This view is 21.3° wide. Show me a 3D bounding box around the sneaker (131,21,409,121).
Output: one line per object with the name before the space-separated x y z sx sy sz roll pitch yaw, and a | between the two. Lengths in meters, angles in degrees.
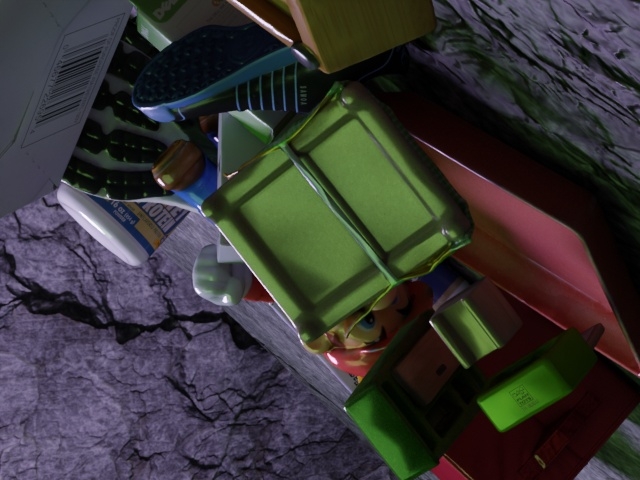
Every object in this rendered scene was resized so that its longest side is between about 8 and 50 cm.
sneaker | -0.040 -0.130 1.354 0.232 0.081 0.090 -16 137 31

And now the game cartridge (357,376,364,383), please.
game cartridge | 0.148 0.196 2.065 0.324 0.052 0.285 48 -166 -25

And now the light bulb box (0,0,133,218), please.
light bulb box | -0.382 -0.242 1.534 0.361 0.225 0.358 40 126 13

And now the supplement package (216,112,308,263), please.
supplement package | -0.039 -0.074 1.516 0.105 0.179 0.105 1 170 -5

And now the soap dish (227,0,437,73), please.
soap dish | -0.064 -0.249 1.099 0.291 0.118 0.229 38 170 22

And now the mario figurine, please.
mario figurine | 0.000 0.000 1.608 0.320 0.198 0.170 45 -159 -10

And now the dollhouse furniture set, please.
dollhouse furniture set | 0.074 0.015 1.402 0.301 0.197 0.151 52 -147 -3

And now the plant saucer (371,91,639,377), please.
plant saucer | 0.165 -0.015 1.441 0.258 0.048 0.259 34 168 36

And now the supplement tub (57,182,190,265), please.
supplement tub | -0.218 -0.083 2.145 0.144 0.200 0.144 40 170 8

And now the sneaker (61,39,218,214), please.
sneaker | -0.146 -0.106 1.758 0.410 0.158 0.182 24 -172 -8

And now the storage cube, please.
storage cube | 0.186 0.171 1.763 0.193 0.183 0.215 42 171 5

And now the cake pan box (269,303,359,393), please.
cake pan box | -0.018 0.055 2.172 0.246 0.070 0.267 52 -175 -42

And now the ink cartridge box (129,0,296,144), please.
ink cartridge box | -0.085 -0.193 1.444 0.209 0.109 0.062 41 169 1

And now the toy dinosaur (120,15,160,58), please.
toy dinosaur | -0.217 -0.193 1.974 0.322 0.164 0.218 5 162 43

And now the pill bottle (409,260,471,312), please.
pill bottle | 0.072 0.031 1.846 0.169 0.094 0.094 40 170 6
